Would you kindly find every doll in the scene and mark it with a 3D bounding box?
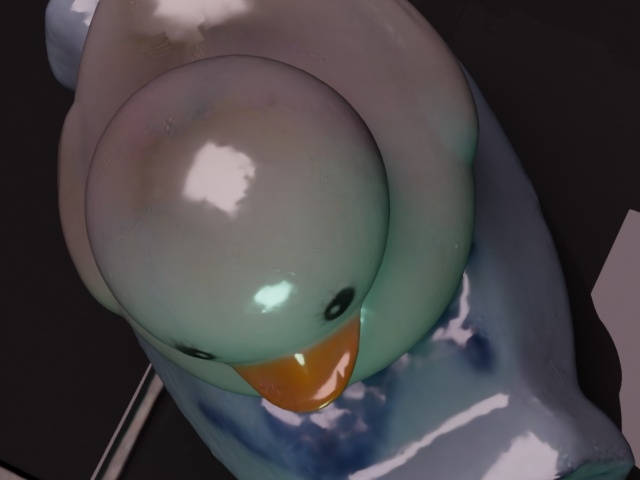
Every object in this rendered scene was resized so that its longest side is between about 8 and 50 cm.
[{"bbox_3d":[-0.037,-0.035,0.801,0.221,0.221,0.251,-21,71,10],"label":"doll"}]

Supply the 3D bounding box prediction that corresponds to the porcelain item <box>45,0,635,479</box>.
[{"bbox_3d":[0.000,0.000,0.987,0.242,0.178,0.405,-32,65,6],"label":"porcelain item"}]
